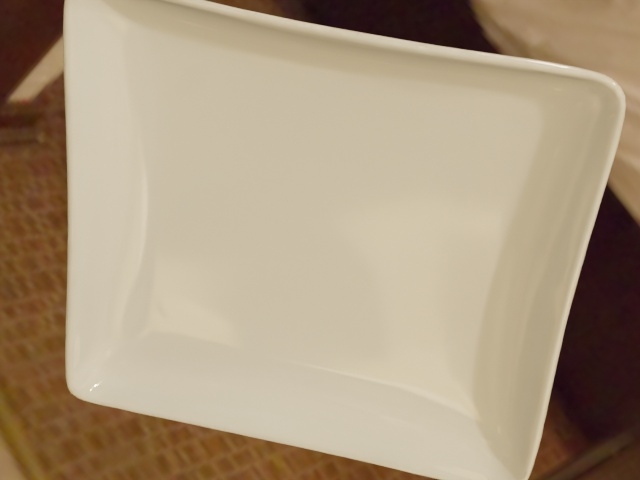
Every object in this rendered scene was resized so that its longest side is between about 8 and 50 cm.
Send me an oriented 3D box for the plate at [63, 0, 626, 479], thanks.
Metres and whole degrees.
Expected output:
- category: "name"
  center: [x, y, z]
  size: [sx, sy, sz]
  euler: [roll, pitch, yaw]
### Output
- category: "plate"
  center: [0.000, 0.000, 0.751]
  size: [0.277, 0.278, 0.045]
  euler: [12, 36, 7]
